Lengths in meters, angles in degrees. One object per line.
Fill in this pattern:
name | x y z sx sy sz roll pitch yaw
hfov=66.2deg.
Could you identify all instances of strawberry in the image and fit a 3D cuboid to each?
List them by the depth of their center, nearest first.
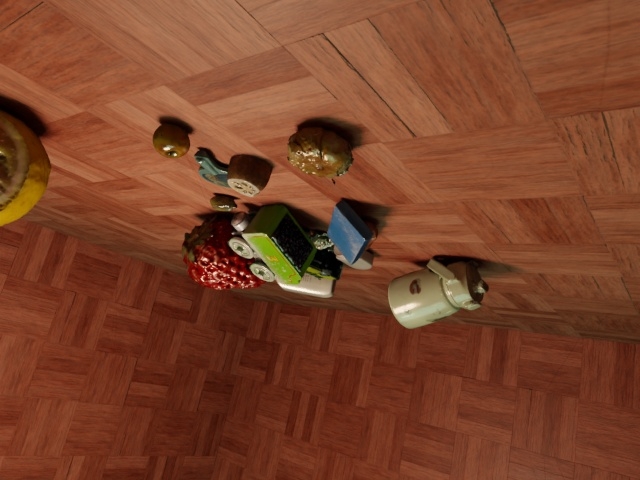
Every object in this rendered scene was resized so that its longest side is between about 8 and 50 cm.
strawberry | -0.358 0.082 1.918 0.317 0.295 0.345 -8 138 45

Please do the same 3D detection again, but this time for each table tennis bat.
table tennis bat | -0.291 -0.194 1.399 0.149 0.038 0.237 9 168 14

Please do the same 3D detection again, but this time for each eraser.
eraser | 0.088 -0.019 1.564 0.144 0.042 0.312 50 167 10

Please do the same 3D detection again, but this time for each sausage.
sausage | 0.146 -0.016 1.625 0.077 0.077 0.194 13 165 -2

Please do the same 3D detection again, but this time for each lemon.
lemon | -0.930 -0.196 1.346 0.363 0.365 0.364 12 165 3

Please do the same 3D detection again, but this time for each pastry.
pastry | -0.001 -0.193 1.078 0.153 0.081 0.153 21 166 6

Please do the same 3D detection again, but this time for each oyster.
oyster | 0.000 0.001 1.839 0.100 0.037 0.098 5 134 -2

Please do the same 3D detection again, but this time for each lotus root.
lotus root | -0.198 -0.176 1.321 0.112 0.081 0.122 26 161 -20
lotus root | -0.323 -0.125 1.647 0.099 0.049 0.054 9 157 13

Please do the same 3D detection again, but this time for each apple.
apple | -0.362 -0.242 1.196 0.089 0.075 0.089 9 165 2

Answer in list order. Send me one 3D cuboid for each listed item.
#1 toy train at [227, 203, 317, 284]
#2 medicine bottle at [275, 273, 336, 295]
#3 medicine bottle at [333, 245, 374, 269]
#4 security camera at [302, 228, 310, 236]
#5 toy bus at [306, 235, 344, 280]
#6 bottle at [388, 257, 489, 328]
toy train | -0.161 0.017 1.706 0.248 0.174 0.307 -2 136 41
medicine bottle | -0.089 0.143 2.196 0.323 0.179 0.124 9 165 8
medicine bottle | 0.125 0.058 1.924 0.119 0.070 0.183 3 164 36
security camera | -0.082 -0.033 1.817 0.092 0.058 0.058 5 170 -25
toy bus | -0.036 0.068 1.981 0.150 0.128 0.262 -3 158 46
bottle | 0.444 0.178 1.819 0.351 0.229 0.229 -27 142 37
